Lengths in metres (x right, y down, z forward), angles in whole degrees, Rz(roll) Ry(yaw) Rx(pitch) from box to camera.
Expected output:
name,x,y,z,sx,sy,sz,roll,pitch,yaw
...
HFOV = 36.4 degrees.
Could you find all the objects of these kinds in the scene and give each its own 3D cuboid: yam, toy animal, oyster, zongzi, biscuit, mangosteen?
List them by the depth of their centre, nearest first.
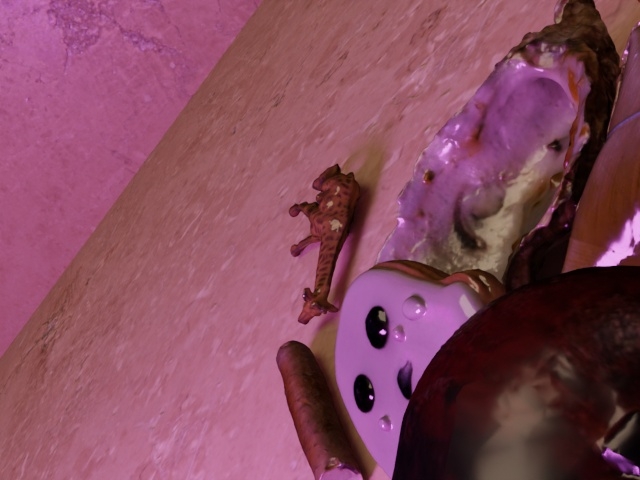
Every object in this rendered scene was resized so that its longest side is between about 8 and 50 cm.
name,x,y,z,sx,sy,sz,roll,pitch,yaw
mangosteen,0.146,0.137,0.455,0.235,0.236,0.261,-61,-18,-14
zongzi,0.240,-0.017,0.589,0.256,0.115,0.228,-63,22,0
biscuit,0.070,0.103,0.733,0.208,0.049,0.180,14,105,55
oyster,0.162,-0.030,0.784,0.396,0.111,0.204,-60,25,2
yam,-0.008,0.166,0.957,0.046,0.046,0.264,-53,22,10
toy animal,0.006,-0.007,1.185,0.149,0.054,0.275,-53,21,16

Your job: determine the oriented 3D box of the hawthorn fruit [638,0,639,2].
name,x,y,z,sx,sy,sz,roll,pitch,yaw
hawthorn fruit,0.293,-0.255,0.648,0.235,0.263,0.231,35,101,49
